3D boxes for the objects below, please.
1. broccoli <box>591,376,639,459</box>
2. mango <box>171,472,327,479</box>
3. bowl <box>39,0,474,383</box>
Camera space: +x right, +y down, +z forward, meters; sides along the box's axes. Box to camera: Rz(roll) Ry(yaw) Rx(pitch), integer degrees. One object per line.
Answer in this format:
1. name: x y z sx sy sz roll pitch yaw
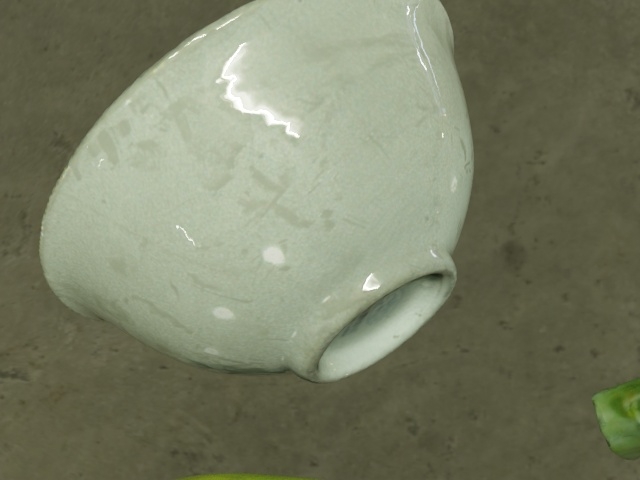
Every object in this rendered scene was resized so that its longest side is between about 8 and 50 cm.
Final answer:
1. broccoli: 0.268 0.106 0.593 0.194 0.194 0.219 -19 88 -28
2. mango: -0.072 0.326 0.995 0.273 0.185 0.149 -5 60 12
3. bowl: 0.000 0.000 0.591 0.313 0.313 0.146 -26 65 -28
